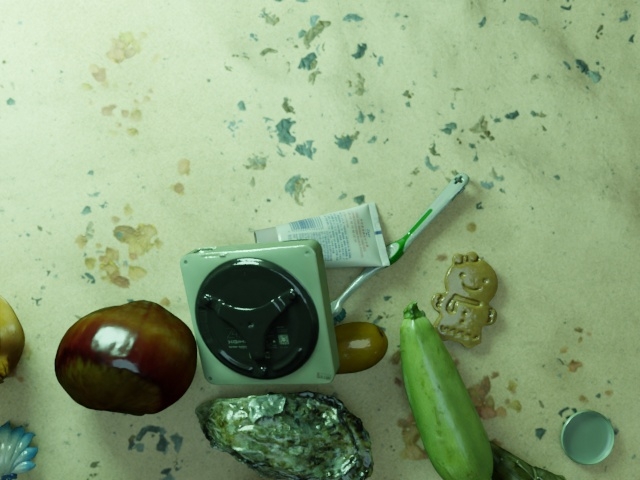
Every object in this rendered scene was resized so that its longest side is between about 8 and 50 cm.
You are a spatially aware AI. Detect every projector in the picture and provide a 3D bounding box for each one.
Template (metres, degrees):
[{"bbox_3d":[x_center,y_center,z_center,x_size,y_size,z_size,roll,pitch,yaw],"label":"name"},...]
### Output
[{"bbox_3d":[-0.110,0.136,1.126,0.257,0.079,0.258,-5,105,17],"label":"projector"}]

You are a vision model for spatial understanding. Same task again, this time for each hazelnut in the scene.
[{"bbox_3d":[-0.348,0.203,1.116,0.252,0.217,0.217,-4,90,21],"label":"hazelnut"}]

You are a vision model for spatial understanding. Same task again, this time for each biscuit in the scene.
[{"bbox_3d":[0.290,0.119,1.235,0.134,0.027,0.184,28,88,-1],"label":"biscuit"}]

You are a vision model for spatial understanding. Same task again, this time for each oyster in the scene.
[{"bbox_3d":[-0.069,0.359,1.166,0.351,0.158,0.162,14,47,4],"label":"oyster"}]

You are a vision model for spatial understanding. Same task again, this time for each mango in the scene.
[{"bbox_3d":[0.038,0.209,1.190,0.184,0.084,0.102,-19,121,13],"label":"mango"}]

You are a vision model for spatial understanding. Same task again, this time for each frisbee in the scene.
[{"bbox_3d":[0.532,0.393,1.253,0.110,0.014,0.110,0,89,-4],"label":"frisbee"}]

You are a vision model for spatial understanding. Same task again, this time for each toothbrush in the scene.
[{"bbox_3d":[0.140,0.019,1.217,0.418,0.042,0.040,-48,132,-2],"label":"toothbrush"}]

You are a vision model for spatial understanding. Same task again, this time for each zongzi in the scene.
[{"bbox_3d":[0.351,0.511,1.209,0.205,0.094,0.204,28,90,8],"label":"zongzi"}]

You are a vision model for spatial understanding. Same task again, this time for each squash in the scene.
[{"bbox_3d":[0.220,0.297,1.187,0.119,0.118,0.370,-23,89,-3],"label":"squash"}]

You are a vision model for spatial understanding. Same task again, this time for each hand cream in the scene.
[{"bbox_3d":[0.000,0.000,1.196,0.248,0.083,0.133,-6,73,-9],"label":"hand cream"}]

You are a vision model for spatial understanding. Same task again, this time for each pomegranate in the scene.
[{"bbox_3d":[-0.628,0.182,1.094,0.209,0.209,0.208,0,90,-3],"label":"pomegranate"}]

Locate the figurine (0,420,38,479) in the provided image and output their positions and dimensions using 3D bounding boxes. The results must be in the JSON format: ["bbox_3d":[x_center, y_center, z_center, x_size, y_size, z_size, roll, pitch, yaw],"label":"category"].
[{"bbox_3d":[-0.580,0.387,1.165,0.114,0.079,0.114,-9,57,13],"label":"figurine"}]
